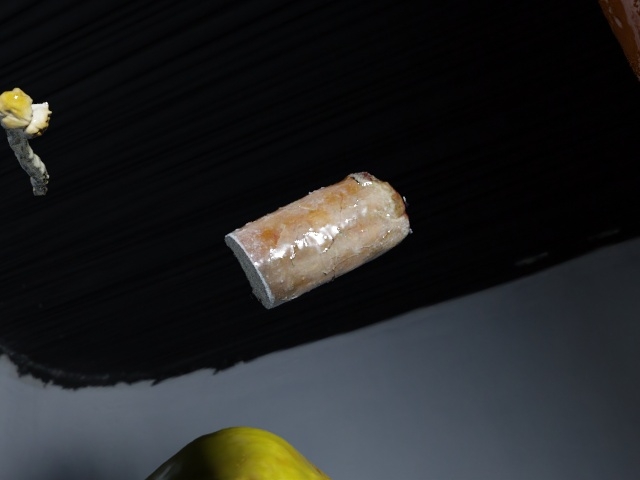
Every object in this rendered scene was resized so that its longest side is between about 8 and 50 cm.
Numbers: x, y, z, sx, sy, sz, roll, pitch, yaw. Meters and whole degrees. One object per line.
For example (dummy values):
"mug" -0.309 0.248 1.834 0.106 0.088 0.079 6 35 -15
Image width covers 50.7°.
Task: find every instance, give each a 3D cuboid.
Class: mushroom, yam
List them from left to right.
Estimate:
"mushroom" -0.192 -0.057 0.445 0.286 0.026 0.028 172 -94 -68
"yam" -0.001 -0.002 0.569 0.079 0.141 0.079 50 -24 31

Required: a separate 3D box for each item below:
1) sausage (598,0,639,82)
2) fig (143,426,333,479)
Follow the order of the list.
"sausage" 0.306 -0.170 0.532 0.258 0.133 0.133 55 14 -14
"fig" -0.093 0.378 0.688 0.343 0.344 0.343 -21 90 -80
